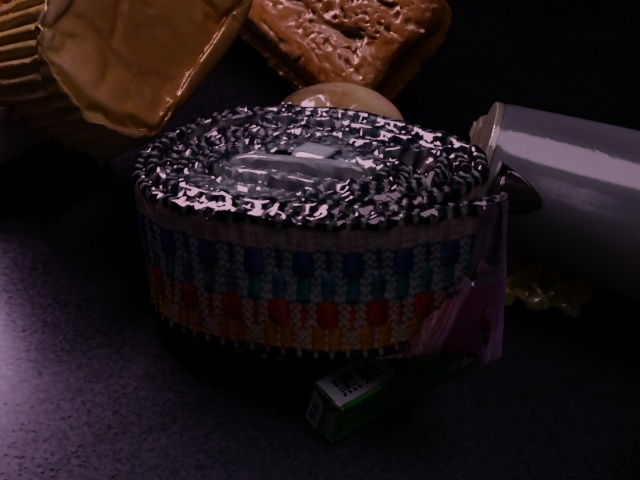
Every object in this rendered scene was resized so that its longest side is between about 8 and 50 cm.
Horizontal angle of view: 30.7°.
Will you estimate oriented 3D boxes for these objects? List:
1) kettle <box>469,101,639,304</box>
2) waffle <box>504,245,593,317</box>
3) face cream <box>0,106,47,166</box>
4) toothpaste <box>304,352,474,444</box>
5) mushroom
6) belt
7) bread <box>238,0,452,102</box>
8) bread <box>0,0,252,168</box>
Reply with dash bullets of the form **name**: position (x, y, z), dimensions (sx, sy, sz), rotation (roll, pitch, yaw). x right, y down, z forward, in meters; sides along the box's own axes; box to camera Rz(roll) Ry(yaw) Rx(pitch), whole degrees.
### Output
- **kettle**: position (0.253, -0.047, 1.064), dimensions (0.243, 0.160, 0.210), rotation (19, 28, 0)
- **waffle**: position (0.177, -0.001, 1.110), dimensions (0.183, 0.036, 0.169), rotation (18, 45, -1)
- **face cream**: position (-0.297, -0.109, 1.017), dimensions (0.096, 0.096, 0.214), rotation (34, 45, 17)
- **toothpaste**: position (0.066, 0.105, 0.955), dimensions (0.178, 0.043, 0.037), rotation (-24, 56, -36)
- **mushroom**: position (0.012, -0.086, 1.076), dimensions (0.148, 0.148, 0.112), rotation (12, 76, -7)
- **belt**: position (0.000, 0.000, 0.942), dimensions (0.295, 0.160, 0.207), rotation (3, 30, 6)
- **bread**: position (-0.045, -0.291, 1.225), dimensions (0.380, 0.185, 0.109), rotation (45, 8, 14)
- **bread**: position (-0.172, -0.190, 0.990), dimensions (0.133, 0.179, 0.250), rotation (0, 58, 43)
